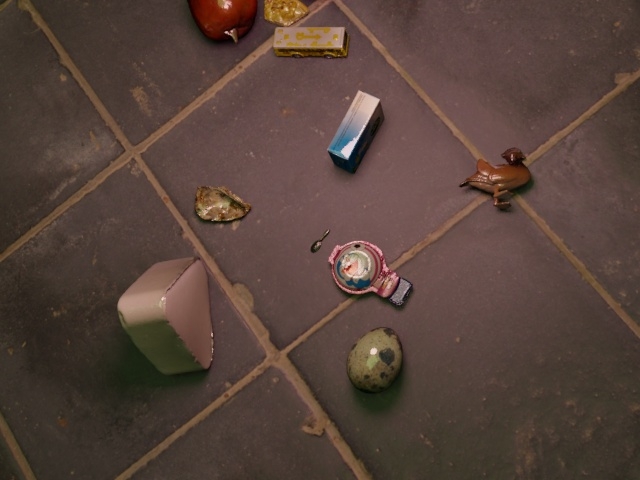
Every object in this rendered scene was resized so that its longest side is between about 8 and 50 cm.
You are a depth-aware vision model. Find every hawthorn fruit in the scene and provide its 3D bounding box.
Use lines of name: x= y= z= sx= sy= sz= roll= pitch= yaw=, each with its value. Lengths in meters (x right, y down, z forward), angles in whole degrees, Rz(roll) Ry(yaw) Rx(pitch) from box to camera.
hawthorn fruit: x=-0.293 y=-0.715 z=1.882 sx=0.215 sy=0.215 sz=0.249 roll=-18 pitch=74 yaw=8

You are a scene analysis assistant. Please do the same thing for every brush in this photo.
brush: x=0.000 y=0.000 z=1.771 sx=0.024 sy=0.008 sz=0.083 roll=39 pitch=89 yaw=20

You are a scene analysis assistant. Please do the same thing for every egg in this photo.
egg: x=0.145 y=0.311 z=1.609 sx=0.141 sy=0.141 sz=0.181 roll=25 pitch=77 yaw=16

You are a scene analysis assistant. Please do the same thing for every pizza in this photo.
pizza: x=-0.118 y=-0.727 z=1.930 sx=0.160 sy=0.036 sz=0.099 roll=25 pitch=85 yaw=16

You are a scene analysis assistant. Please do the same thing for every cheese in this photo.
cheese: x=0.133 y=0.090 z=1.697 sx=0.244 sy=0.062 sz=0.155 roll=31 pitch=85 yaw=15

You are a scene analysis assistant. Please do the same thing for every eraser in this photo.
eraser: x=-0.413 y=0.180 z=1.720 sx=0.150 sy=0.331 sz=0.331 roll=-9 pitch=77 yaw=12

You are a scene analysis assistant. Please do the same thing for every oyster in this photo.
oyster: x=-0.292 y=-0.111 z=1.833 sx=0.177 sy=0.056 sz=0.105 roll=-1 pitch=90 yaw=12

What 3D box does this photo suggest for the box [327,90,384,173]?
box: x=0.102 y=-0.304 z=1.743 sx=0.073 sy=0.139 sz=0.194 roll=27 pitch=86 yaw=15

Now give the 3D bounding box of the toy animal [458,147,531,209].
toy animal: x=0.475 y=-0.182 z=1.676 sx=0.188 sy=0.089 sz=0.179 roll=3 pitch=62 yaw=13

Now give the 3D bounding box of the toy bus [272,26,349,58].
toy bus: x=-0.029 y=-0.604 z=1.867 sx=0.227 sy=0.074 sz=0.081 roll=6 pitch=80 yaw=14
